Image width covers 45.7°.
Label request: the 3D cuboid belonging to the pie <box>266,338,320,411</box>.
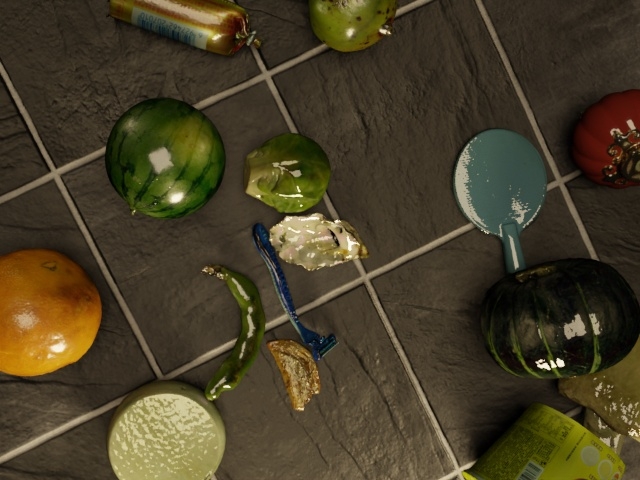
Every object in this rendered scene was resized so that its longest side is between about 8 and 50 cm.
[{"bbox_3d":[-0.051,0.291,1.679,0.092,0.034,0.169,-18,89,-3],"label":"pie"}]

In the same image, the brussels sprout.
[{"bbox_3d":[-0.071,-0.146,1.606,0.181,0.143,0.161,11,127,-18],"label":"brussels sprout"}]

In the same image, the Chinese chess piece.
[{"bbox_3d":[-0.328,0.424,1.620,0.251,0.101,0.250,0,93,-6],"label":"Chinese chess piece"}]

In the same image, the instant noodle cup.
[{"bbox_3d":[0.492,0.509,1.631,0.311,0.311,0.221,41,79,-6],"label":"instant noodle cup"}]

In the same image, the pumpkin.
[{"bbox_3d":[0.499,0.167,1.587,0.324,0.323,0.241,-12,93,-5],"label":"pumpkin"}]

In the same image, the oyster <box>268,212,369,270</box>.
[{"bbox_3d":[-0.005,-0.007,1.651,0.209,0.072,0.132,-9,108,4],"label":"oyster"}]

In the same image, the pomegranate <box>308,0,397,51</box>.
[{"bbox_3d":[0.044,-0.491,1.589,0.246,0.198,0.198,4,93,29],"label":"pomegranate"}]

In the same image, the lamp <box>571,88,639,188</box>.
[{"bbox_3d":[0.660,-0.213,1.638,0.227,0.227,0.226,0,93,-6],"label":"lamp"}]

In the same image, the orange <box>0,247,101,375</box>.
[{"bbox_3d":[-0.568,0.140,1.507,0.261,0.261,0.260,0,93,-6],"label":"orange"}]

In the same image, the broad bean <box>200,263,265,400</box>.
[{"bbox_3d":[-0.186,0.195,1.636,0.144,0.049,0.291,1,86,-26],"label":"broad bean"}]

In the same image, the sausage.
[{"bbox_3d":[-0.270,-0.473,1.579,0.318,0.117,0.125,17,105,-8],"label":"sausage"}]

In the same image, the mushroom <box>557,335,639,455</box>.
[{"bbox_3d":[0.676,0.319,1.681,0.217,0.212,0.292,40,95,-14],"label":"mushroom"}]

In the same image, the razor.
[{"bbox_3d":[-0.074,0.111,1.661,0.056,0.093,0.324,-28,92,32],"label":"razor"}]

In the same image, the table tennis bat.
[{"bbox_3d":[0.411,-0.089,1.706,0.215,0.044,0.328,-11,91,-7],"label":"table tennis bat"}]

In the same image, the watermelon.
[{"bbox_3d":[-0.312,-0.163,1.528,0.243,0.242,0.242,0,93,-6],"label":"watermelon"}]
